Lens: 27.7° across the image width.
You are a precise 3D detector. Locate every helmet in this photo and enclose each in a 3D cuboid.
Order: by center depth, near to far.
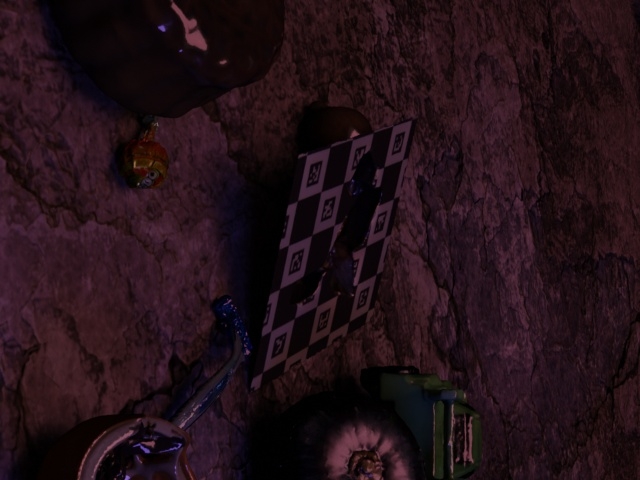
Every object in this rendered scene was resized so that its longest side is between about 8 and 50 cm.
[{"bbox_3d":[-0.225,0.278,1.376,0.224,0.130,0.198,58,42,-53],"label":"helmet"}]

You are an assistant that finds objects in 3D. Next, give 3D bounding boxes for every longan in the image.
[{"bbox_3d":[0.025,-0.157,1.924,0.119,0.106,0.106,57,26,17],"label":"longan"}]

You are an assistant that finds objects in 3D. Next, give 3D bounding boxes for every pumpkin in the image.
[{"bbox_3d":[0.027,0.313,1.721,0.233,0.163,0.233,6,75,-24],"label":"pumpkin"}]

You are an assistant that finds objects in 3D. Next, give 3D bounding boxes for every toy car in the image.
[{"bbox_3d":[0.159,0.299,1.940,0.359,0.176,0.213,30,59,-69],"label":"toy car"}]

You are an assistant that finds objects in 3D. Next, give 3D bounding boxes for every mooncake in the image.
[{"bbox_3d":[-0.173,-0.293,1.522,0.290,0.161,0.290,28,54,-48],"label":"mooncake"}]

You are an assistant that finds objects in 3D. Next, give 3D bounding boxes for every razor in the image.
[{"bbox_3d":[-0.156,0.195,1.584,0.324,0.056,0.093,-55,132,-48],"label":"razor"}]

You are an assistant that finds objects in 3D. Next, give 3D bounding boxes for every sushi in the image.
[{"bbox_3d":[0.000,0.000,1.835,0.359,0.064,0.343,-26,132,-58],"label":"sushi"}]

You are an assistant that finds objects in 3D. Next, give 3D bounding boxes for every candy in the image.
[{"bbox_3d":[-0.202,-0.144,1.587,0.060,0.060,0.201,52,34,-42],"label":"candy"}]
